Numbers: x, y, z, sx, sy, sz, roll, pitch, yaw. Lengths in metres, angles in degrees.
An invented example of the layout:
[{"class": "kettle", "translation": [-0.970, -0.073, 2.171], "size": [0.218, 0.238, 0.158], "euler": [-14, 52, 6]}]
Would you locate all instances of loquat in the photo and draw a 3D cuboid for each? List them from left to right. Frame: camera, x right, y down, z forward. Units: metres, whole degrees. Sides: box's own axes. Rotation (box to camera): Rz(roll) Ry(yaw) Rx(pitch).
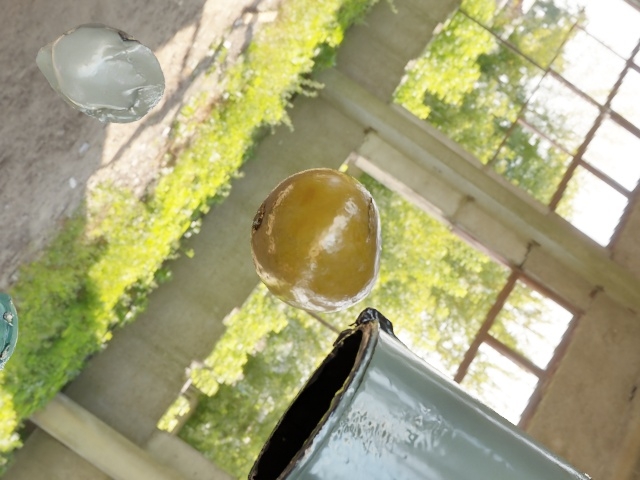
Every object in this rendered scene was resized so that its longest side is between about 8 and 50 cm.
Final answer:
[{"class": "loquat", "translation": [0.000, 0.000, 1.358], "size": [0.263, 0.263, 0.263], "euler": [-55, -179, 1]}]

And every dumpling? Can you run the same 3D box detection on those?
[{"class": "dumpling", "translation": [-0.319, -0.237, 1.092], "size": [0.092, 0.176, 0.150], "euler": [-123, -155, -60]}]

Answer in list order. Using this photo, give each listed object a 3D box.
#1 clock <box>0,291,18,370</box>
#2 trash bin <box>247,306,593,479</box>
[{"class": "clock", "translation": [-0.403, 0.108, 0.899], "size": [0.041, 0.135, 0.101], "euler": [13, 79, -51]}, {"class": "trash bin", "translation": [0.089, 0.235, 0.700], "size": [0.217, 0.262, 0.277], "euler": [-51, -175, 49]}]
